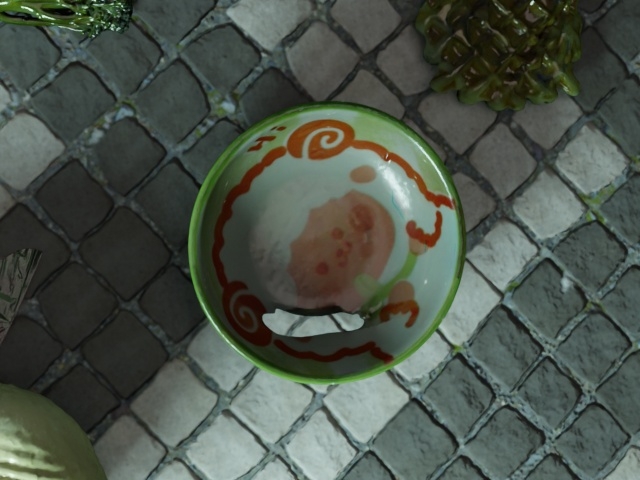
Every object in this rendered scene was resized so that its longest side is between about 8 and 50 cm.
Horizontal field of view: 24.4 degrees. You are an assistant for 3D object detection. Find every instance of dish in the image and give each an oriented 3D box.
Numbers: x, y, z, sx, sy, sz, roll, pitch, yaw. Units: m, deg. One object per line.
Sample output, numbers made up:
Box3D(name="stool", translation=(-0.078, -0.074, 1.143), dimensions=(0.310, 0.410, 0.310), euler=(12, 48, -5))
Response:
Box3D(name="dish", translation=(0.000, 0.000, 1.732), dimensions=(0.324, 0.124, 0.324), euler=(-1, 95, -11))

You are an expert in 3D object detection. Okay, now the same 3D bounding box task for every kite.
Box3D(name="kite", translation=(-0.428, 0.043, 1.679), dimensions=(0.229, 0.012, 0.250), euler=(-16, 91, -15))

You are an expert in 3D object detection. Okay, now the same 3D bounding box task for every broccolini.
Box3D(name="broccolini", translation=(-0.406, -0.300, 1.676), dimensions=(0.392, 0.074, 0.078), euler=(11, 127, -12))

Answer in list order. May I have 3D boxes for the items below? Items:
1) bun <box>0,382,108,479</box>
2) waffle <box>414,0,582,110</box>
Box3D(name="bun", translation=(-0.400, 0.316, 1.564), dimensions=(0.349, 0.227, 0.352), euler=(19, 81, -12))
Box3D(name="waffle", translation=(0.224, -0.262, 1.827), dimensions=(0.223, 0.054, 0.204), euler=(2, 88, -15))
